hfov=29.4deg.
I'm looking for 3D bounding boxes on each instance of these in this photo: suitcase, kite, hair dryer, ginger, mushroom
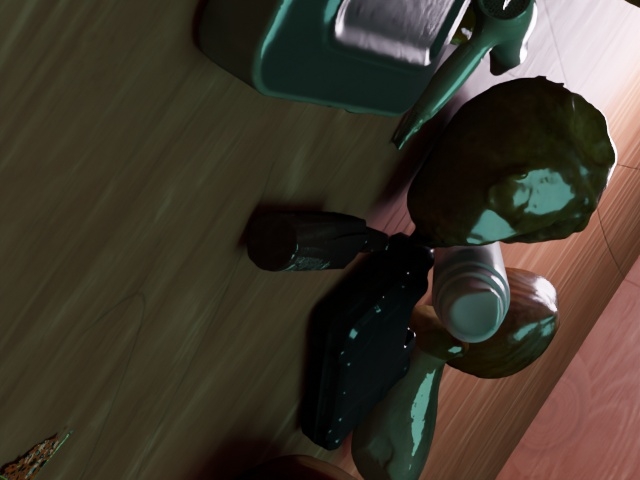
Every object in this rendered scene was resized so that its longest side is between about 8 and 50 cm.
[{"bbox_3d":[0.061,0.141,1.652,0.206,0.066,0.285,-43,154,-35],"label":"suitcase"},{"bbox_3d":[-0.311,0.254,1.076,0.222,0.008,0.125,-24,141,-55],"label":"kite"},{"bbox_3d":[0.170,-0.193,1.464,0.237,0.075,0.206,-48,164,-4],"label":"hair dryer"},{"bbox_3d":[0.239,-0.099,1.537,0.269,0.200,0.222,0,91,-27],"label":"ginger"},{"bbox_3d":[0.130,0.260,1.887,0.128,0.128,0.350,-22,137,-56],"label":"mushroom"}]

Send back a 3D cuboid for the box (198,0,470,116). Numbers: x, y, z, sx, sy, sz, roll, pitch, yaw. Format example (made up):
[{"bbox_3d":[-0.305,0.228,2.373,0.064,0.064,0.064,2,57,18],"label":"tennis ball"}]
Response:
[{"bbox_3d":[0.075,-0.288,1.069,0.367,0.090,0.373,-4,122,-64],"label":"box"}]

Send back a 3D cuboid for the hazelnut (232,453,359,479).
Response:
[{"bbox_3d":[-0.010,0.466,1.550,0.359,0.359,0.409,-58,147,-1],"label":"hazelnut"}]

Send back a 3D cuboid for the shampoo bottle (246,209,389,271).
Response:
[{"bbox_3d":[0.002,-0.001,1.326,0.236,0.068,0.067,-3,120,-65],"label":"shampoo bottle"}]

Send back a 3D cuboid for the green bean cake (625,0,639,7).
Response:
[{"bbox_3d":[0.475,-0.436,1.686,0.233,0.124,0.236,-62,158,13],"label":"green bean cake"}]

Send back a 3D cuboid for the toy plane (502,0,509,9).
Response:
[{"bbox_3d":[0.188,-0.299,1.321,0.197,0.078,0.053,-51,161,-58],"label":"toy plane"}]

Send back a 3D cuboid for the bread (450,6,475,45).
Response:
[{"bbox_3d":[0.141,-0.242,1.347,0.083,0.036,0.047,-3,114,-63],"label":"bread"}]

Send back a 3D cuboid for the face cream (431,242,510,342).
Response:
[{"bbox_3d":[0.198,0.054,1.619,0.345,0.102,0.102,-65,-179,-75],"label":"face cream"}]

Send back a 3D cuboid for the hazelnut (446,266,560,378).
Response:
[{"bbox_3d":[0.284,0.140,1.964,0.210,0.210,0.186,-29,140,-51],"label":"hazelnut"}]
